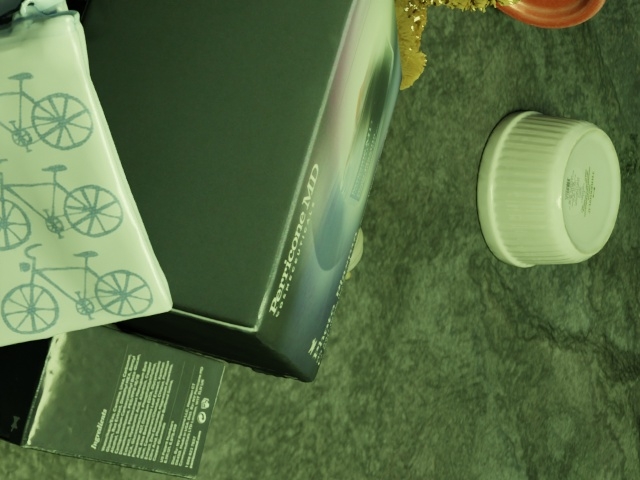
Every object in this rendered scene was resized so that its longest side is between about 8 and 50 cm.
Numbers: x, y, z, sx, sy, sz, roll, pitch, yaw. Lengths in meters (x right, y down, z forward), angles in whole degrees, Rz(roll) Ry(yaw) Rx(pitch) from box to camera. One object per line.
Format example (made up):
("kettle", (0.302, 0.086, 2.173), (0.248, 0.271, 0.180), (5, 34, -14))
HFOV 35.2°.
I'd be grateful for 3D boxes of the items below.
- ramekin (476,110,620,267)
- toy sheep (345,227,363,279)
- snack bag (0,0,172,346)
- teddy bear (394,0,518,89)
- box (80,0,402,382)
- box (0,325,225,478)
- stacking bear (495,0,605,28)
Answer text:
("ramekin", (0.304, -0.064, 1.311), (0.207, 0.109, 0.207), (-8, 101, -48))
("toy sheep", (0.000, 0.000, 0.999), (0.091, 0.091, 0.132), (-62, 148, -23))
("snack bag", (-0.274, -0.084, 0.535), (0.037, 0.323, 0.342), (-81, 159, -68))
("teddy bear", (0.087, -0.302, 0.905), (0.113, 0.245, 0.338), (-83, 178, -48))
("box", (-0.060, -0.066, 0.756), (0.294, 0.183, 0.296), (62, 43, -75))
("box", (-0.185, 0.106, 0.745), (0.158, 0.156, 0.093), (25, 75, -47))
("stacking bear", (0.304, -0.419, 1.244), (0.164, 0.175, 0.289), (46, 54, -39))
